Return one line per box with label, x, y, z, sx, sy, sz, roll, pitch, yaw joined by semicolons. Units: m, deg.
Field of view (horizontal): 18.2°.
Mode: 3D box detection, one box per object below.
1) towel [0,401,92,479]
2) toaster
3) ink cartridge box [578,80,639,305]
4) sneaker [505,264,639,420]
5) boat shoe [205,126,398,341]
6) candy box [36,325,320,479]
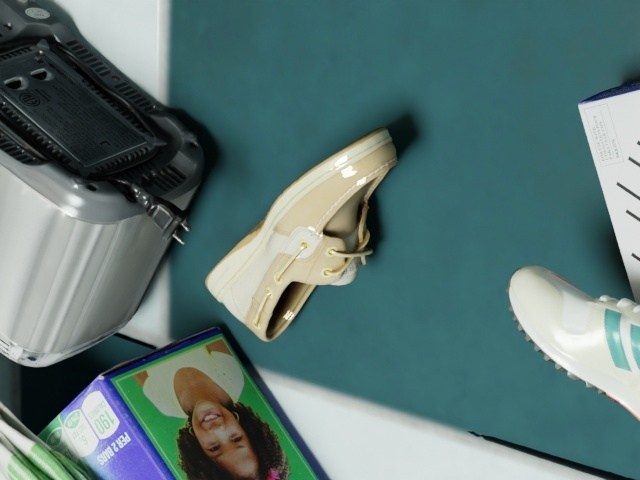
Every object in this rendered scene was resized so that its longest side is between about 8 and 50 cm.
towel;-0.230;0.190;1.210;0.325;0.038;0.248;36;122;29
toaster;-0.170;-0.029;1.188;0.227;0.129;0.146;39;128;19
ink cartridge box;0.203;0.017;0.970;0.097;0.046;0.207;-12;98;40
sneaker;0.166;0.049;0.953;0.161;0.057;0.075;41;110;23
boat shoe;0.000;0.000;1.113;0.059;0.063;0.170;53;138;8
candy box;-0.080;0.258;1.214;0.317;0.122;0.268;54;129;10
